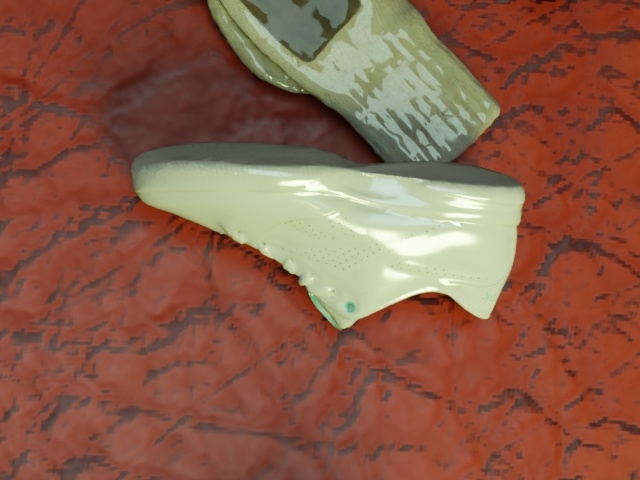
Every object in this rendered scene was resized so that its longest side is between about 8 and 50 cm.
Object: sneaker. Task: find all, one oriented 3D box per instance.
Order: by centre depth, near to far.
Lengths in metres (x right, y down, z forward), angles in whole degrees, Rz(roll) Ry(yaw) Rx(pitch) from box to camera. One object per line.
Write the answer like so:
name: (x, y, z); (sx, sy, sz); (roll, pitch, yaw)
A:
sneaker: (0.000, 0.000, 0.839); (0.212, 0.080, 0.094); (8, 104, 0)

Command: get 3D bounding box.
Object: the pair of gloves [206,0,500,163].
pair of gloves: (0.051, -0.174, 0.892); (0.204, 0.042, 0.240); (39, 81, -5)
